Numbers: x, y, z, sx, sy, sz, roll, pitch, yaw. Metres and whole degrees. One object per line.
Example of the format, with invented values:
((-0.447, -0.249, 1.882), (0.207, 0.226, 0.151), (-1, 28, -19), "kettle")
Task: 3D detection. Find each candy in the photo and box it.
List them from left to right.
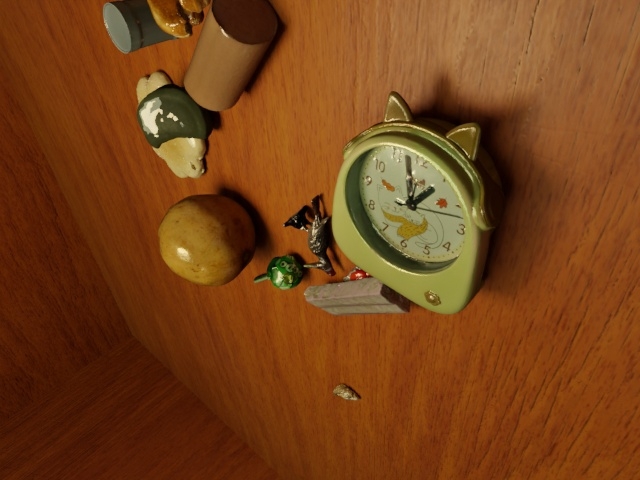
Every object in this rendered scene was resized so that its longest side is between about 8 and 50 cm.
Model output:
((-0.138, 0.102, 1.303), (0.097, 0.097, 0.323), (58, 155, -6), "candy")

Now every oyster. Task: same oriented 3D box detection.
((0.082, 0.468, 1.398), (0.083, 0.038, 0.080), (16, 147, 8), "oyster")

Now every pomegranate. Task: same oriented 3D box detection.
((-0.302, -0.005, 1.231), (0.260, 0.260, 0.260), (31, 140, 30), "pomegranate")

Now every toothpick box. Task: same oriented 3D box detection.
((-0.370, -0.475, 0.980), (0.101, 0.153, 0.101), (31, 140, 31), "toothpick box")

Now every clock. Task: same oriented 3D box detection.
((0.161, -0.063, 0.746), (0.286, 0.117, 0.348), (33, 140, 28), "clock")

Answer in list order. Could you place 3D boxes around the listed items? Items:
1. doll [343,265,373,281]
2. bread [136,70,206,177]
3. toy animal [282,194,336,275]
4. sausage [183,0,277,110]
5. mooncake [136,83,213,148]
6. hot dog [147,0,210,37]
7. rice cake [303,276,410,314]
((0.096, 0.075, 1.017), (0.114, 0.039, 0.057), (-12, 138, 45), "doll")
((-0.426, -0.315, 1.281), (0.316, 0.054, 0.316), (32, 141, 31), "bread")
((-0.010, -0.004, 1.049), (0.105, 0.070, 0.202), (-9, 110, 32), "toy animal")
((-0.186, -0.358, 0.894), (0.123, 0.123, 0.253), (55, 147, -2), "sausage")
((-0.352, -0.298, 1.118), (0.175, 0.104, 0.168), (21, 112, -8), "mooncake")
((-0.292, -0.534, 0.856), (0.135, 0.100, 0.337), (-44, 66, 43), "hot dog")
((0.080, 0.134, 1.041), (0.106, 0.050, 0.298), (31, 155, -26), "rice cake")
